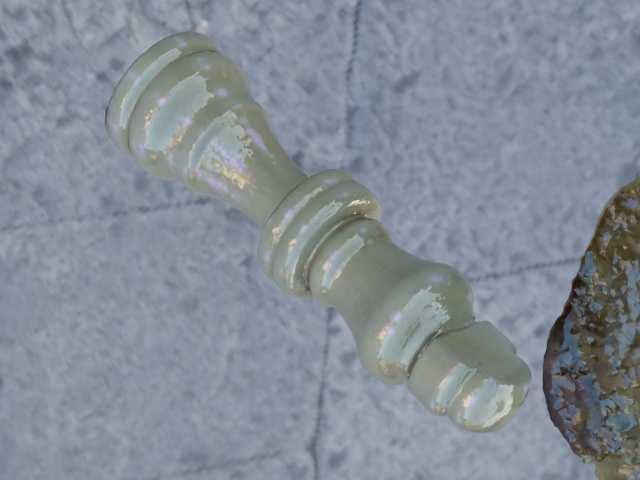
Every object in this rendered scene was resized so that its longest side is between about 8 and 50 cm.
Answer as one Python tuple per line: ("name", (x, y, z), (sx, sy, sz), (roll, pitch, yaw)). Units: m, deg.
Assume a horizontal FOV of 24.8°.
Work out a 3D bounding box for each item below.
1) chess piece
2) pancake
("chess piece", (0.000, 0.000, 1.085), (0.117, 0.397, 0.117), (-35, 151, -22))
("pancake", (0.316, 0.090, 0.989), (0.065, 0.356, 0.356), (-30, 138, -53))
